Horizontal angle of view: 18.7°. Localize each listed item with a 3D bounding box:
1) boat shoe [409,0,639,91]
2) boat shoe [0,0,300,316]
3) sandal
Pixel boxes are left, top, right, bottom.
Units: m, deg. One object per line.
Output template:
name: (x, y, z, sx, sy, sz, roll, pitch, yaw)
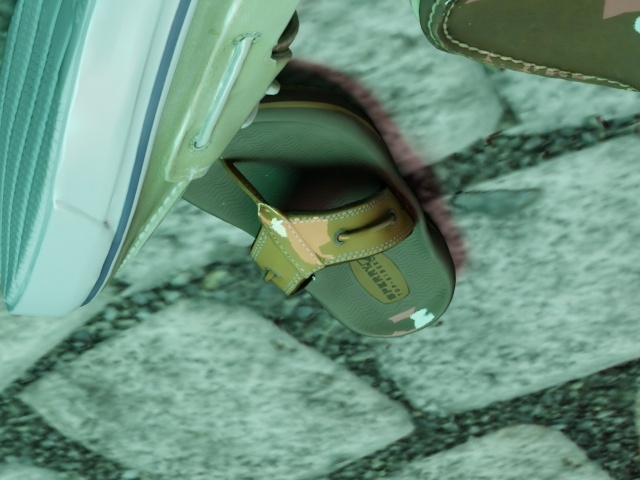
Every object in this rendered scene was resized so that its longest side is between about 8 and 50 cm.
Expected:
boat shoe: (0.165, -0.087, 0.751, 0.257, 0.095, 0.095, -4, 145, -9)
boat shoe: (-0.054, -0.075, 0.705, 0.094, 0.109, 0.302, 3, 140, -21)
sandal: (0.000, 0.000, 0.862, 0.090, 0.060, 0.219, -21, 144, 15)
